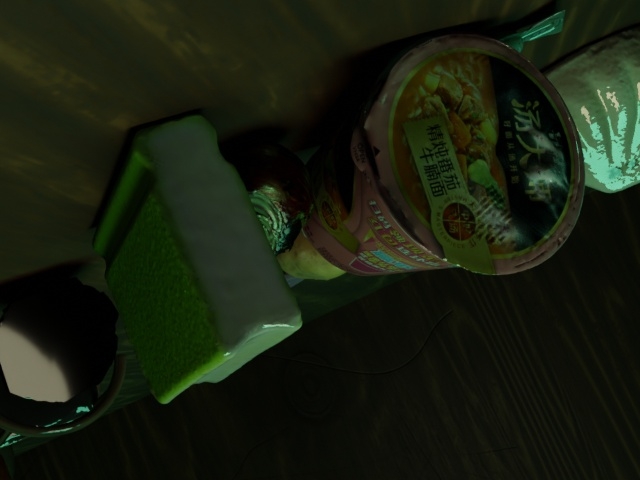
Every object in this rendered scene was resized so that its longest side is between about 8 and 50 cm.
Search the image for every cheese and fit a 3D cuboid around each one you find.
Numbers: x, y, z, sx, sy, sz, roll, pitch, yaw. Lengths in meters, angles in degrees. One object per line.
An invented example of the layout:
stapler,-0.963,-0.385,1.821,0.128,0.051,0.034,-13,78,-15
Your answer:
cheese,0.190,-0.198,0.930,0.121,0.026,0.067,-26,171,9

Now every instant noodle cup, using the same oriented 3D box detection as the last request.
instant noodle cup,0.096,-0.059,0.938,0.244,0.243,0.255,-19,177,-27

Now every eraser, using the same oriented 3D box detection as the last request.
eraser,-0.130,0.031,0.865,0.092,0.210,0.274,-21,173,-25

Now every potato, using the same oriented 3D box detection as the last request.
potato,0.000,0.000,1.324,0.109,0.118,0.178,24,159,-29

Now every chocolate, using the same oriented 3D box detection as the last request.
chocolate,-0.331,0.109,1.104,0.156,0.156,0.133,-19,-162,-31

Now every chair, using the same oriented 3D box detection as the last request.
chair,-0.385,0.187,1.213,0.188,0.166,0.272,-18,174,-34

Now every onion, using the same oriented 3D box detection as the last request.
onion,-0.062,-0.046,0.921,0.119,0.118,0.117,-15,152,-46

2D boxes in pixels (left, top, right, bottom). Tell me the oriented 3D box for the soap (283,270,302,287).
soap,-0.119,0.064,1.509,0.203,0.065,0.122,-16,168,-44

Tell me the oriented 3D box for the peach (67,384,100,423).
peach,-0.426,0.225,1.441,0.152,0.152,0.152,-24,171,-4

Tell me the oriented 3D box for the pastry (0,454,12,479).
pastry,-0.513,0.330,1.039,0.356,0.163,0.356,-10,180,0

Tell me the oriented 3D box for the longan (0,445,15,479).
longan,-0.687,0.435,1.730,0.248,0.248,0.248,-24,171,-4

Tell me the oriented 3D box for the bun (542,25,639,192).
bun,0.384,-0.154,1.227,0.263,0.175,0.263,-25,170,-5
